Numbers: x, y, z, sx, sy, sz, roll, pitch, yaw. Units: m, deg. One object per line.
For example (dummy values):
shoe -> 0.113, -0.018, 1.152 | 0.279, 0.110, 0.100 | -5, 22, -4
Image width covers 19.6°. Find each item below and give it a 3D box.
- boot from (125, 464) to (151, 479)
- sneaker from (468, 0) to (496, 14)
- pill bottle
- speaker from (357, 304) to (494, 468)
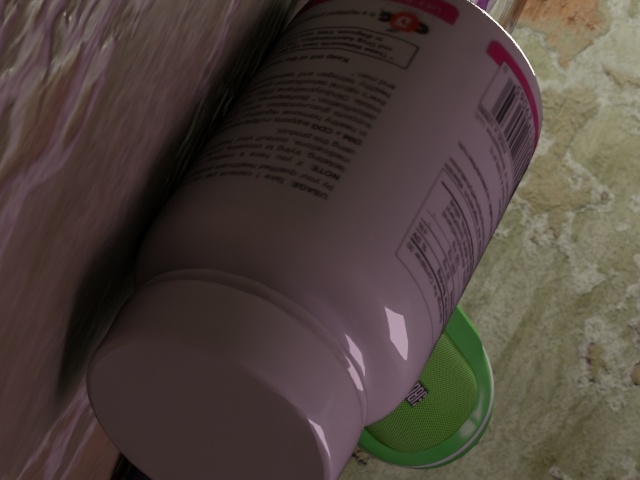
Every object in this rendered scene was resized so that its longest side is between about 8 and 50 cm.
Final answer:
boot -> -0.083, 0.126, 1.222 | 0.190, 0.069, 0.086 | 112, 4, -47
sneaker -> 0.074, -0.175, 1.250 | 0.161, 0.102, 0.282 | 101, 5, -55
pill bottle -> 0.000, 0.000, 0.986 | 0.283, 0.160, 0.160 | -59, 172, -39
speaker -> 0.036, 0.070, 1.332 | 0.131, 0.131, 0.296 | -63, 151, -13
